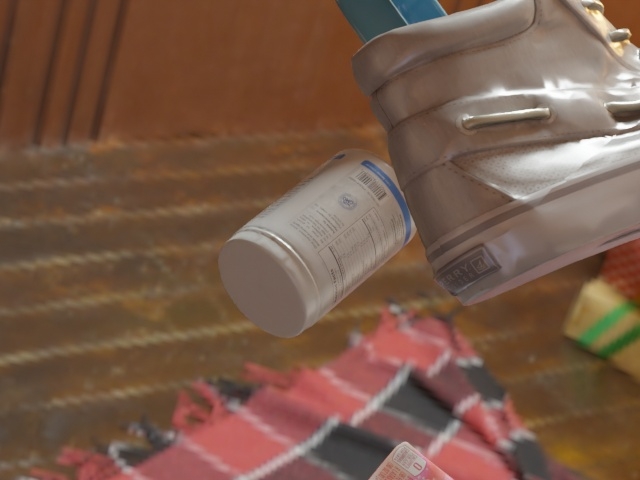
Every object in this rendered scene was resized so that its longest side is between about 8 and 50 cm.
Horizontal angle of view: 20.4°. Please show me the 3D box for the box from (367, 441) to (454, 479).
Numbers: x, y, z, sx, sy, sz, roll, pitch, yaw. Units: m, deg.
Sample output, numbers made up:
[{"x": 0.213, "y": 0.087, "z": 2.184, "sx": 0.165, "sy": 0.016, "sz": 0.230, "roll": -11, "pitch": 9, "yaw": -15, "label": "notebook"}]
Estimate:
[{"x": 0.023, "y": 0.337, "z": 1.497, "sx": 0.142, "sy": 0.154, "sz": 0.300, "roll": 37, "pitch": 62, "yaw": 9, "label": "box"}]

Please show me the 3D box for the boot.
[{"x": 0.133, "y": -0.067, "z": 0.765, "sx": 0.258, "sy": 0.095, "sz": 0.123, "roll": -18, "pitch": 80, "yaw": -37, "label": "boot"}]

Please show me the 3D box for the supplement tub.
[{"x": 0.000, "y": 0.000, "z": 1.035, "sx": 0.071, "sy": 0.071, "sz": 0.107, "roll": 32, "pitch": 52, "yaw": 26, "label": "supplement tub"}]

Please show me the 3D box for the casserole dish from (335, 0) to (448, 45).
[{"x": 0.069, "y": -0.110, "z": 1.114, "sx": 0.188, "sy": 0.037, "sz": 0.114, "roll": 55, "pitch": 19, "yaw": 13, "label": "casserole dish"}]
